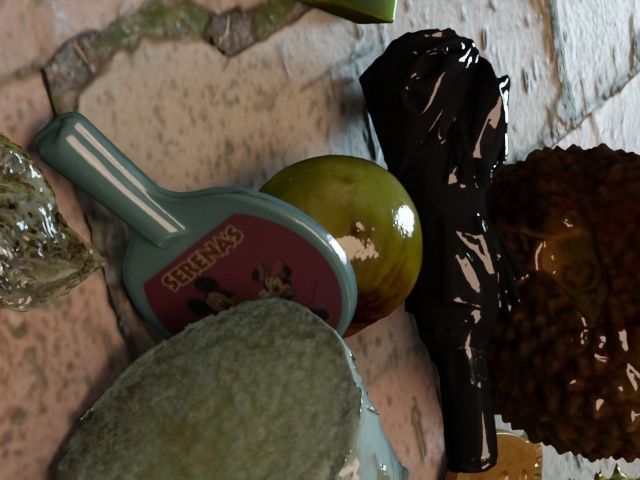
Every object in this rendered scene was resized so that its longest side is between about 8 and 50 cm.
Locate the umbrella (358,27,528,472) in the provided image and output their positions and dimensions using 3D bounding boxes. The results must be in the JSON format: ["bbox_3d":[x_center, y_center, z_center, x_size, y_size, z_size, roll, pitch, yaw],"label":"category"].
[{"bbox_3d":[0.099,0.005,1.100,0.118,0.118,0.340,12,69,-49],"label":"umbrella"}]

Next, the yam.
[{"bbox_3d":[-0.021,0.240,0.969,0.241,0.241,0.348,-53,133,-30],"label":"yam"}]

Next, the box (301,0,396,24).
[{"bbox_3d":[0.013,-0.331,1.071,0.173,0.043,0.311,12,86,-49],"label":"box"}]

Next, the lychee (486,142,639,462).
[{"bbox_3d":[0.231,0.058,1.224,0.267,0.267,0.268,-8,100,-48],"label":"lychee"}]

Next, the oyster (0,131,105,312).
[{"bbox_3d":[-0.202,-0.013,0.859,0.177,0.064,0.125,50,43,-28],"label":"oyster"}]

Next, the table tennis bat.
[{"bbox_3d":[-0.084,0.002,0.949,0.244,0.153,0.040,41,35,-22],"label":"table tennis bat"}]

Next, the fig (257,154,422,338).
[{"bbox_3d":[0.004,0.009,1.036,0.153,0.121,0.136,-28,150,-31],"label":"fig"}]

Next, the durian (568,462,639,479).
[{"bbox_3d":[0.254,0.327,1.341,0.195,0.185,0.305,25,87,-25],"label":"durian"}]

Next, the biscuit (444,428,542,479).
[{"bbox_3d":[0.152,0.227,1.311,0.140,0.023,0.118,21,81,-48],"label":"biscuit"}]
